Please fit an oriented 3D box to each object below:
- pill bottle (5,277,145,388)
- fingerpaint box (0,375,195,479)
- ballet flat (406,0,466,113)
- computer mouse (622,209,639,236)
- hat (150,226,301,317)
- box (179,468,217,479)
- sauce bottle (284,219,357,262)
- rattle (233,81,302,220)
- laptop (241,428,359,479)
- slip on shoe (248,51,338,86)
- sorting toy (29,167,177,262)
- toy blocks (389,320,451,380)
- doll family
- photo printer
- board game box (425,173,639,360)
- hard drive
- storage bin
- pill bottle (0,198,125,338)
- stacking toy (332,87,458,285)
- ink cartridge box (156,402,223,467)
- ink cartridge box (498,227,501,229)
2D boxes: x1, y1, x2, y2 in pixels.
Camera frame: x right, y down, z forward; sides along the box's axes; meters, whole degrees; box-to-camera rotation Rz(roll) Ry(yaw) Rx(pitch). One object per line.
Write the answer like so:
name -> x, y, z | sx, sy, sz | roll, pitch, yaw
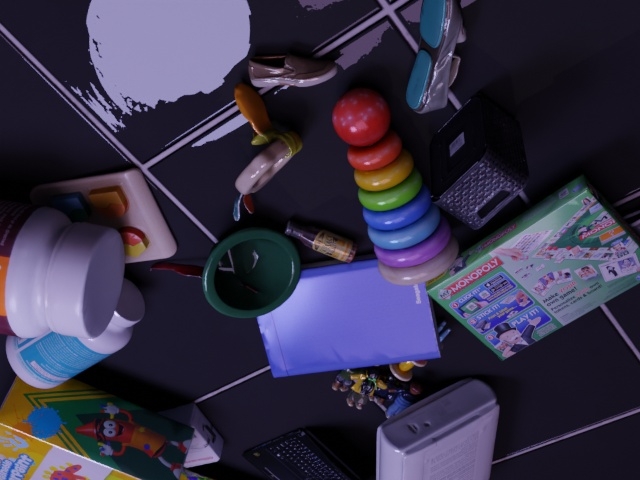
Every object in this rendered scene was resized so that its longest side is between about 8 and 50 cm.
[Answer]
pill bottle -> -0.450, 0.165, 1.649 | 0.264, 0.146, 0.146 | -29, 121, 26
fingerpaint box -> -0.519, 0.483, 1.868 | 0.371, 0.163, 0.445 | 24, 135, -10
ballet flat -> 0.176, -0.282, 1.285 | 0.068, 0.072, 0.213 | -10, 134, -22
computer mouse -> 0.518, -0.011, 1.481 | 0.193, 0.042, 0.106 | -25, 118, 30
hat -> -0.163, 0.025, 1.590 | 0.208, 0.183, 0.173 | 10, 107, -30
box -> -0.262, 0.691, 1.944 | 0.279, 0.290, 0.177 | 24, 148, -13
sauce bottle -> 0.000, 0.000, 1.538 | 0.128, 0.042, 0.042 | 19, 128, -10
rattle -> -0.127, -0.135, 1.426 | 0.142, 0.130, 0.199 | 35, 152, -8
laptop -> -0.007, 0.531, 1.913 | 0.264, 0.137, 0.234 | -27, 121, 25
slip on shoe -> -0.043, -0.260, 1.326 | 0.135, 0.051, 0.041 | 0, 132, 16
sorting toy -> -0.381, -0.028, 1.554 | 0.208, 0.038, 0.193 | -10, 127, 13
toy blocks -> 0.164, 0.189, 1.669 | 0.123, 0.054, 0.148 | 29, 125, -15
doll family -> 0.119, 0.290, 1.749 | 0.193, 0.076, 0.111 | 19, 124, -16
photo printer -> 0.231, 0.444, 1.773 | 0.256, 0.107, 0.308 | -23, 134, -22
board game box -> 0.363, 0.055, 1.460 | 0.317, 0.046, 0.213 | -36, 116, 27
hard drive -> 0.044, 0.135, 1.611 | 0.318, 0.040, 0.210 | -9, 110, 13
storage bin -> 0.233, -0.121, 1.327 | 0.084, 0.180, 0.122 | 31, 125, -19
pill bottle -> -0.547, 0.041, 1.482 | 0.392, 0.224, 0.224 | 9, 130, 7
stacking toy -> 0.108, -0.094, 1.410 | 0.141, 0.141, 0.330 | -15, 119, 17
ink cartridge box -> -0.284, 0.420, 1.899 | 0.099, 0.056, 0.135 | -16, 126, 19
ink cartridge box -> 0.373, 0.070, 1.542 | 0.115, 0.067, 0.198 | -6, 128, 10
